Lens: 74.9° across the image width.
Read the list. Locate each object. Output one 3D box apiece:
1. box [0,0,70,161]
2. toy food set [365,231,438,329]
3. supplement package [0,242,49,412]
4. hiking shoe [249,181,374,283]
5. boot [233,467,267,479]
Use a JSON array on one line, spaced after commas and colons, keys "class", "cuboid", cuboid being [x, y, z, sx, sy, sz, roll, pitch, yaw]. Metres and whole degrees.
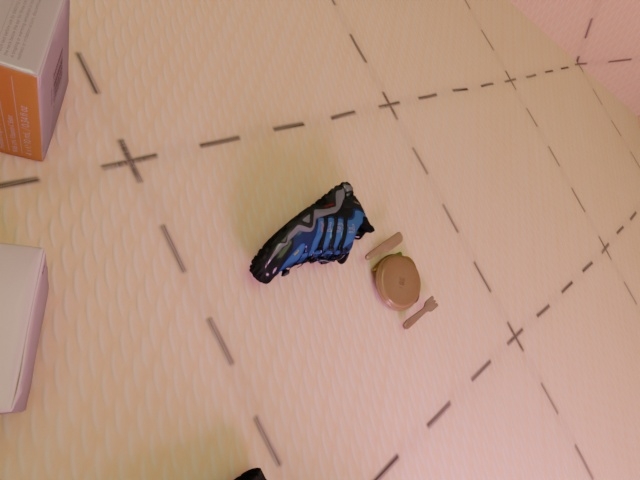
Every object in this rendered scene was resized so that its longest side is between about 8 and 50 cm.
[{"class": "box", "cuboid": [-0.522, -0.263, 0.515, 0.344, 0.215, 0.169, 13, 65, -27]}, {"class": "toy food set", "cuboid": [0.172, 0.091, 0.926, 0.132, 0.038, 0.192, -30, 93, -30]}, {"class": "supplement package", "cuboid": [-0.466, 0.094, 0.431, 0.292, 0.177, 0.176, 9, 66, -28]}, {"class": "hiking shoe", "cuboid": [0.000, 0.000, 0.801, 0.132, 0.113, 0.304, 51, 53, -3]}, {"class": "boot", "cuboid": [-0.124, 0.466, 0.546, 0.246, 0.094, 0.207, -22, 80, -42]}]
